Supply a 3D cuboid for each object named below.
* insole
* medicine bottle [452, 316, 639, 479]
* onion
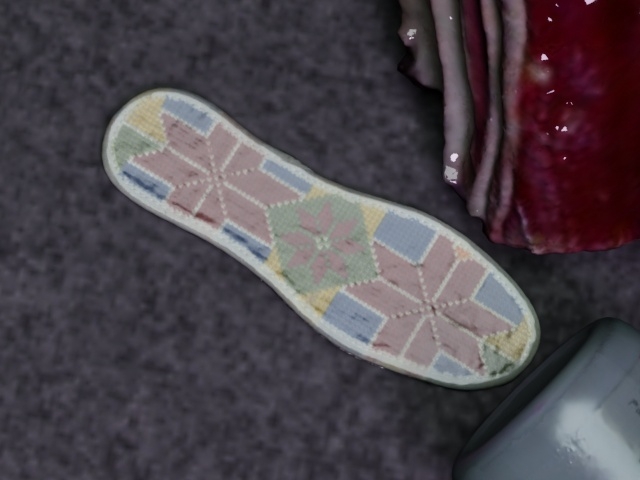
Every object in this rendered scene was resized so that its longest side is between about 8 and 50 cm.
[{"bbox_3d":[0.000,0.000,0.570,0.193,0.006,0.065,32,79,1],"label":"insole"},{"bbox_3d":[0.150,0.131,0.515,0.090,0.090,0.217,-44,86,-10],"label":"medicine bottle"},{"bbox_3d":[0.134,-0.179,0.544,0.280,0.146,0.314,-25,79,-9],"label":"onion"}]
